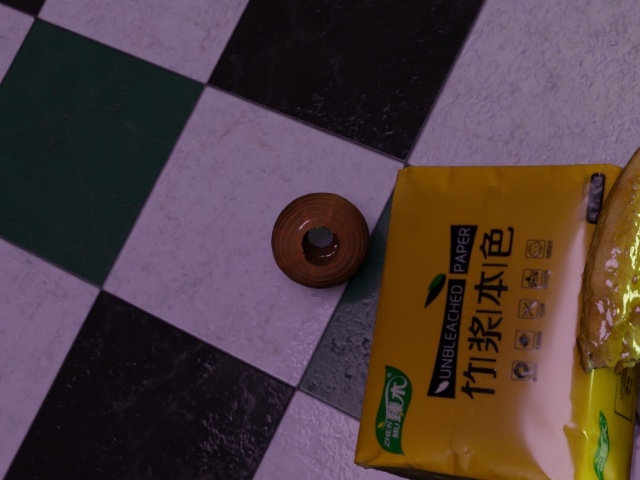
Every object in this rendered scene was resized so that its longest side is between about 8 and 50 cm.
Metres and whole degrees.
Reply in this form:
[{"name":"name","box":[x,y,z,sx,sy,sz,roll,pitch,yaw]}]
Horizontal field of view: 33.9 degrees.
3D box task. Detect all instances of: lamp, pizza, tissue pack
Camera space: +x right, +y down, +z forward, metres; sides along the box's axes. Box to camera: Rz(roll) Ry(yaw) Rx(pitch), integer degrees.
[{"name":"lamp","box":[0.000,0.000,1.437,0.136,0.136,0.136,-5,74,16]},{"name":"pizza","box":[0.419,0.039,1.136,0.287,0.075,0.280,17,75,-17]},{"name":"tissue pack","box":[0.226,0.114,1.262,0.293,0.228,0.382,1,75,32]}]

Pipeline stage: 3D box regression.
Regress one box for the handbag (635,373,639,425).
[{"name":"handbag","box":[0.514,0.200,1.205,0.253,0.109,0.316,-37,45,9]}]
